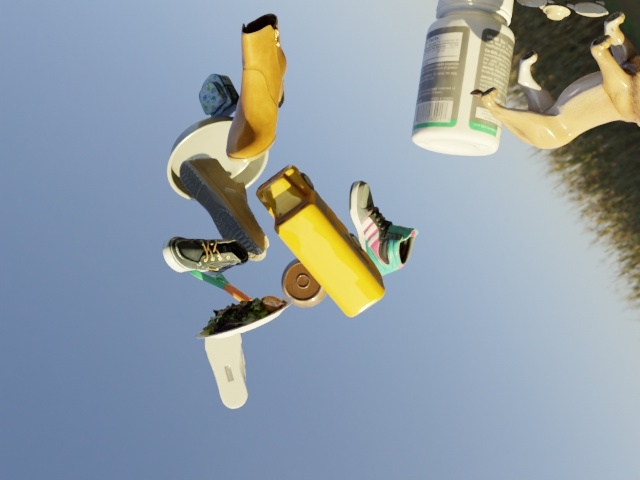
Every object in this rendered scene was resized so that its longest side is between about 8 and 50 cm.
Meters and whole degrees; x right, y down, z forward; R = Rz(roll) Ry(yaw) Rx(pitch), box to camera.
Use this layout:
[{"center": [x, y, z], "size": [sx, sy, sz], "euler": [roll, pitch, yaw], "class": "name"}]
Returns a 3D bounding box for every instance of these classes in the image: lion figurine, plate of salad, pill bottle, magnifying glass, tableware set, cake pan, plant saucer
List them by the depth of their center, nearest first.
[{"center": [0.491, -0.252, 1.241], "size": [0.240, 0.392, 0.142], "euler": [50, -127, -23], "class": "lion figurine"}, {"center": [-0.148, 0.138, 1.289], "size": [0.048, 0.200, 0.200], "euler": [70, -157, -6], "class": "plate of salad"}, {"center": [0.488, -0.483, 1.367], "size": [0.141, 0.168, 0.020], "euler": [15, -91, -38], "class": "tableware set"}, {"center": [0.333, -0.391, 1.551], "size": [0.204, 0.204, 0.361], "euler": [13, -94, -57], "class": "pill bottle"}, {"center": [-0.273, 0.118, 1.854], "size": [0.231, 0.026, 0.092], "euler": [28, -168, 30], "class": "magnifying glass"}, {"center": [-0.291, -0.231, 1.889], "size": [0.293, 0.293, 0.054], "euler": [25, -152, -49], "class": "cake pan"}, {"center": [-0.053, 0.135, 2.217], "size": [0.168, 0.168, 0.029], "euler": [61, -171, 12], "class": "plant saucer"}]

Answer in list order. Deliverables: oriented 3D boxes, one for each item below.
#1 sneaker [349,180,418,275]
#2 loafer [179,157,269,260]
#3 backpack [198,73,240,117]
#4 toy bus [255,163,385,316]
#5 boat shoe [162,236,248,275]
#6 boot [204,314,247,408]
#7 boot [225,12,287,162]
[{"center": [0.193, -0.041, 1.987], "size": [0.124, 0.178, 0.295], "euler": [-26, -74, -57], "class": "sneaker"}, {"center": [-0.191, -0.078, 1.454], "size": [0.092, 0.102, 0.268], "euler": [-38, -88, -35], "class": "loafer"}, {"center": [-0.289, -0.410, 1.902], "size": [0.084, 0.105, 0.114], "euler": [-7, -113, -49], "class": "backpack"}, {"center": [0.000, 0.000, 1.454], "size": [0.333, 0.108, 0.130], "euler": [50, -165, -18], "class": "toy bus"}, {"center": [-0.206, 0.020, 1.230], "size": [0.183, 0.083, 0.065], "euler": [20, -126, -66], "class": "boat shoe"}, {"center": [-0.247, 0.296, 1.742], "size": [0.123, 0.095, 0.258], "euler": [-136, 39, -71], "class": "boot"}, {"center": [-0.140, -0.319, 1.374], "size": [0.295, 0.104, 0.211], "euler": [-72, -18, -44], "class": "boot"}]
